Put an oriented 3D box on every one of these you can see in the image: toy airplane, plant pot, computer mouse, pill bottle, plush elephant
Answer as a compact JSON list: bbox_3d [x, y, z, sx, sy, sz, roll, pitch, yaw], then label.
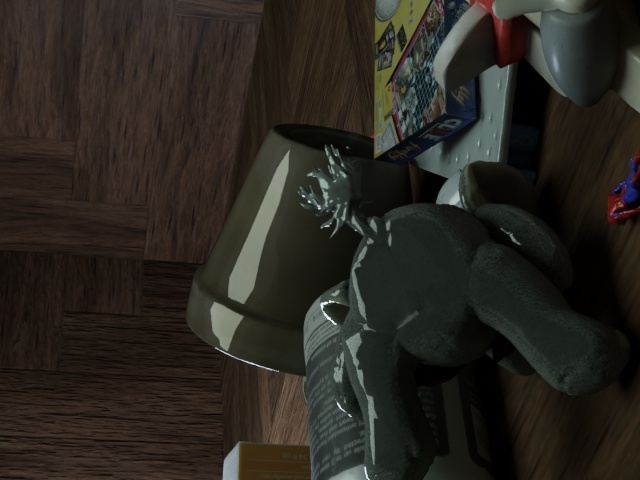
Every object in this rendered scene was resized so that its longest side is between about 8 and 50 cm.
[{"bbox_3d":[0.145,-0.277,1.139,0.386,0.272,0.384,2,112,61],"label":"toy airplane"},{"bbox_3d":[0.000,0.000,1.736,0.323,0.323,0.280,-119,40,-71],"label":"plant pot"},{"bbox_3d":[0.157,-0.003,1.460,0.193,0.042,0.106,75,-176,-45],"label":"computer mouse"},{"bbox_3d":[0.089,0.233,1.448,0.204,0.204,0.361,107,164,-50],"label":"pill bottle"},{"bbox_3d":[0.131,0.057,1.264,0.272,0.255,0.330,-40,71,19],"label":"plush elephant"}]

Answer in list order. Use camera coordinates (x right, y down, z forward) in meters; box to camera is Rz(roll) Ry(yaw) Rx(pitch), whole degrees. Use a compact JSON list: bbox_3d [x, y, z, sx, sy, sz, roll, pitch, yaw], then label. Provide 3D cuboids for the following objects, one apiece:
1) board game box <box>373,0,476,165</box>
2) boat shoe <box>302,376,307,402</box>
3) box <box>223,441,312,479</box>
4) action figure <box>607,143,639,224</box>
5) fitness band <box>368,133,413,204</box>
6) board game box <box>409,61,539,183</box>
[{"bbox_3d":[0.120,-0.230,1.514,0.165,0.042,0.243,-29,55,59],"label":"board game box"},{"bbox_3d":[0.050,0.266,1.648,0.302,0.094,0.109,51,137,37],"label":"boat shoe"},{"bbox_3d":[-0.041,0.501,1.995,0.168,0.215,0.345,123,149,-68],"label":"box"},{"bbox_3d":[0.266,-0.042,1.093,0.115,0.030,0.038,105,171,-64],"label":"action figure"},{"bbox_3d":[0.092,-0.050,1.965,0.291,0.054,0.209,136,134,-75],"label":"fitness band"},{"bbox_3d":[0.191,-0.267,1.516,0.390,0.050,0.390,-139,54,-77],"label":"board game box"}]
